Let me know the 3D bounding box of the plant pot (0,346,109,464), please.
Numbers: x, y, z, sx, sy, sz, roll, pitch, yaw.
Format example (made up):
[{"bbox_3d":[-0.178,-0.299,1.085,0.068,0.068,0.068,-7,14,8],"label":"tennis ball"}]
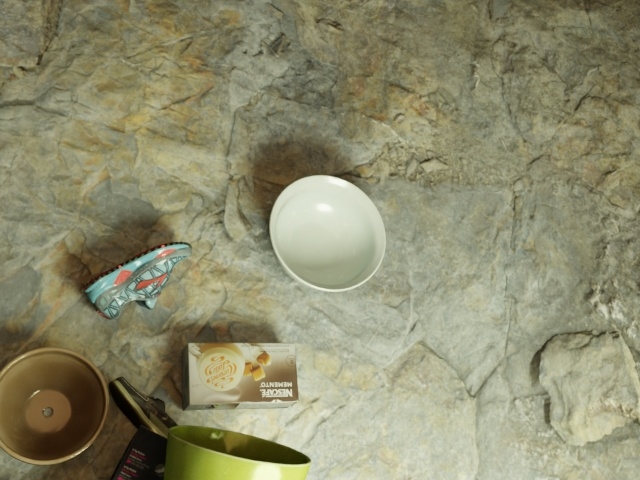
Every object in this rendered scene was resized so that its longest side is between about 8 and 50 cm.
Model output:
[{"bbox_3d":[-0.562,0.347,1.710,0.237,0.110,0.237,7,67,-18],"label":"plant pot"}]

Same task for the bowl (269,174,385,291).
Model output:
[{"bbox_3d":[0.000,0.000,2.032,0.298,0.134,0.298,7,68,-18],"label":"bowl"}]

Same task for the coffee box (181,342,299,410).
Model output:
[{"bbox_3d":[-0.182,0.307,1.865,0.246,0.098,0.141,3,69,-18],"label":"coffee box"}]

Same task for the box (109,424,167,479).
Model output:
[{"bbox_3d":[-0.371,0.536,1.650,0.143,0.165,0.270,28,54,-7],"label":"box"}]

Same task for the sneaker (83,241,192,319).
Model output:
[{"bbox_3d":[-0.400,0.093,1.891,0.262,0.104,0.125,-29,98,-23],"label":"sneaker"}]

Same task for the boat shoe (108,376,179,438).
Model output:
[{"bbox_3d":[-0.364,0.376,1.790,0.223,0.080,0.073,50,57,-2],"label":"boat shoe"}]

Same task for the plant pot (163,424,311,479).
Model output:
[{"bbox_3d":[-0.182,0.524,1.544,0.275,0.275,0.293,14,84,-14],"label":"plant pot"}]
